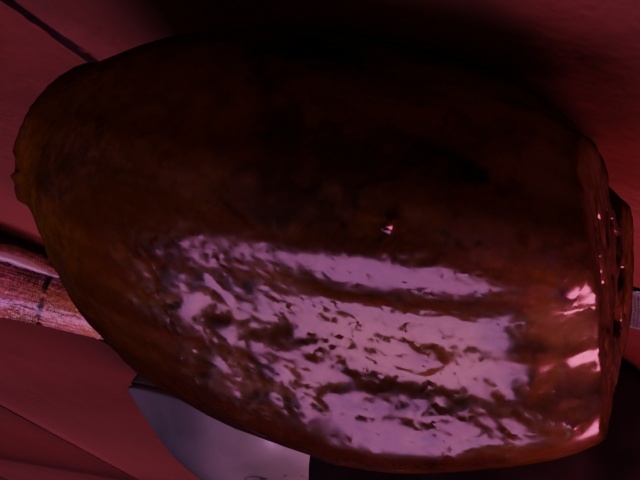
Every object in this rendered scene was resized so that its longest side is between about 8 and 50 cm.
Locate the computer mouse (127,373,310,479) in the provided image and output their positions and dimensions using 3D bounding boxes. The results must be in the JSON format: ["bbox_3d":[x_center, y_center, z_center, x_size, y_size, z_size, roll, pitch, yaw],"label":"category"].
[{"bbox_3d":[-0.065,0.161,1.447,0.159,0.097,0.288,27,161,-21],"label":"computer mouse"}]

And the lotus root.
[{"bbox_3d":[0.004,-0.007,0.795,0.291,0.193,0.193,13,160,20],"label":"lotus root"}]

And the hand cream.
[{"bbox_3d":[-0.236,0.033,1.317,0.203,0.084,0.084,16,162,2],"label":"hand cream"}]

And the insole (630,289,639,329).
[{"bbox_3d":[0.148,0.031,0.973,0.232,0.003,0.080,17,161,17],"label":"insole"}]

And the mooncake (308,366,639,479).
[{"bbox_3d":[0.110,0.155,1.093,0.245,0.133,0.245,-2,159,-1],"label":"mooncake"}]
